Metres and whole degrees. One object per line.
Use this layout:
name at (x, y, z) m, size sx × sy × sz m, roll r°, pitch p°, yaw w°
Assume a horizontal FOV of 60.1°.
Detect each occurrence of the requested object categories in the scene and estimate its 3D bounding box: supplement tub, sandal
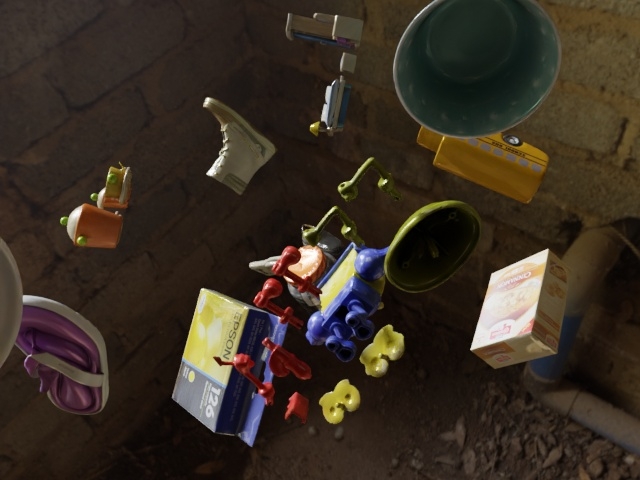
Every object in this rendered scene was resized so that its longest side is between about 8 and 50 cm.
supplement tub at (0.009, 0.103, 1.146) m, size 0.116 × 0.190 × 0.117 m, roll -21°, pitch 42°, yaw 21°
sandal at (-0.512, 0.262, 1.106) m, size 0.169 × 0.416 × 0.102 m, roll -1°, pitch 47°, yaw -2°

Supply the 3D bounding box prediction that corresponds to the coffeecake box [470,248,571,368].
coffeecake box at (0.365, 0.126, 1.004) m, size 0.068 × 0.142 × 0.186 m, roll 37°, pitch 54°, yaw -12°

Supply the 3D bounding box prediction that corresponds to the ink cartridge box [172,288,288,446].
ink cartridge box at (-0.234, 0.298, 1.357) m, size 0.307 × 0.072 × 0.304 m, roll 12°, pitch 85°, yaw 49°

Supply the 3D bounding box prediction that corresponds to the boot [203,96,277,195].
boot at (-0.233, -0.230, 1.361) m, size 0.165 × 0.213 × 0.077 m, roll -52°, pitch 22°, yaw 0°

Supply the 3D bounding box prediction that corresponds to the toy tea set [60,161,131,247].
toy tea set at (-0.530, -0.081, 1.319) m, size 0.124 × 0.336 × 0.200 m, roll 13°, pitch 85°, yaw -18°

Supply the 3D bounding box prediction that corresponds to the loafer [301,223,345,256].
loafer at (0.000, 0.000, 1.393) m, size 0.062 × 0.061 × 0.170 m, roll -34°, pitch 26°, yaw -26°

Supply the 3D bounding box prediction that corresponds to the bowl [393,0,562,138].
bowl at (0.306, -0.380, 1.108) m, size 0.311 × 0.312 × 0.163 m, roll 1°, pitch 45°, yaw 10°

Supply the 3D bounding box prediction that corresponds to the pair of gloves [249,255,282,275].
pair of gloves at (-0.041, 0.089, 1.451) m, size 0.204 × 0.240 × 0.042 m, roll -9°, pitch 62°, yaw 55°

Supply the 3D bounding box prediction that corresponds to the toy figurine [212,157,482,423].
toy figurine at (0.035, 0.042, 0.753) m, size 0.191 × 0.363 × 0.217 m, roll 32°, pitch 21°, yaw -8°

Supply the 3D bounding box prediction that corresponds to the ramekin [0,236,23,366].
ramekin at (-0.589, 0.097, 0.801) m, size 0.135 × 0.277 × 0.277 m, roll -2°, pitch 47°, yaw 14°

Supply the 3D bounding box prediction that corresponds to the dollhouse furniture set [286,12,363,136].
dollhouse furniture set at (-0.013, -0.433, 1.493) m, size 0.198 × 0.304 × 0.286 m, roll 11°, pitch 13°, yaw 0°

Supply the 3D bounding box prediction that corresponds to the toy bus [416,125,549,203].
toy bus at (0.412, -0.225, 1.444) m, size 0.332 × 0.108 × 0.130 m, roll 25°, pitch 49°, yaw 11°
